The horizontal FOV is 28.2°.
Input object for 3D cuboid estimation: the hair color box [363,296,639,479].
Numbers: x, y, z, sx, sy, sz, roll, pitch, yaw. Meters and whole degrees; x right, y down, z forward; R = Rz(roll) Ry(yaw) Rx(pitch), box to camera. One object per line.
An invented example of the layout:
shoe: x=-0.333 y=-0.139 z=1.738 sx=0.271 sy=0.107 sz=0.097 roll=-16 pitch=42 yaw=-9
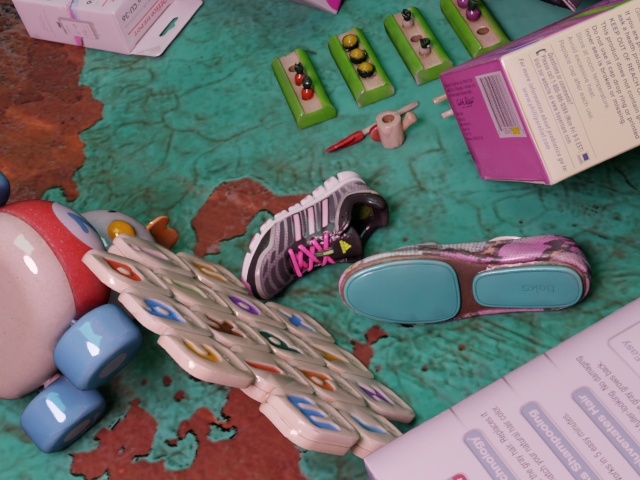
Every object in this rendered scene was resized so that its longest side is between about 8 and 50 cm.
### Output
hair color box: x=0.243 y=0.163 z=0.951 sx=0.374 sy=0.114 sz=0.185 roll=-28 pitch=47 yaw=-10

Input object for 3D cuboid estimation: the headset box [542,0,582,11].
headset box: x=0.247 y=-0.384 z=1.312 sx=0.246 sy=0.131 sz=0.283 roll=-48 pitch=26 yaw=3

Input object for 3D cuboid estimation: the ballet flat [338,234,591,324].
ballet flat: x=0.128 y=0.029 z=1.142 sx=0.221 sy=0.077 sz=0.079 roll=-4 pitch=30 yaw=6

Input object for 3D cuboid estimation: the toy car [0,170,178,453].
toy car: x=-0.214 y=0.025 z=1.161 sx=0.219 sy=0.210 sz=0.238 roll=46 pitch=45 yaw=12

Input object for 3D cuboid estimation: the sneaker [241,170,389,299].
sneaker: x=0.000 y=0.000 z=1.202 sx=0.170 sy=0.063 sz=0.075 roll=-40 pitch=44 yaw=-26

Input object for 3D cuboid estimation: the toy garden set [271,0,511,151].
toy garden set: x=0.085 y=-0.180 z=1.349 sx=0.244 sy=0.049 sz=0.204 roll=-21 pitch=46 yaw=-3

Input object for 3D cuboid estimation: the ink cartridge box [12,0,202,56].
ink cartridge box: x=-0.255 y=-0.291 z=1.538 sx=0.198 sy=0.067 sz=0.115 roll=13 pitch=54 yaw=26

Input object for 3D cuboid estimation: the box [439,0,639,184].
box: x=0.259 y=-0.152 z=1.155 sx=0.243 sy=0.117 sz=0.213 roll=-24 pitch=7 yaw=-6

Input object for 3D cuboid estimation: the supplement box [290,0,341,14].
supplement box: x=-0.074 y=-0.352 z=1.483 sx=0.220 sy=0.114 sz=0.111 roll=24 pitch=95 yaw=33

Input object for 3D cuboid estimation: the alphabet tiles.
alphabet tiles: x=-0.053 y=0.084 z=1.029 sx=0.284 sy=0.278 sz=0.021 roll=41 pitch=103 yaw=39
